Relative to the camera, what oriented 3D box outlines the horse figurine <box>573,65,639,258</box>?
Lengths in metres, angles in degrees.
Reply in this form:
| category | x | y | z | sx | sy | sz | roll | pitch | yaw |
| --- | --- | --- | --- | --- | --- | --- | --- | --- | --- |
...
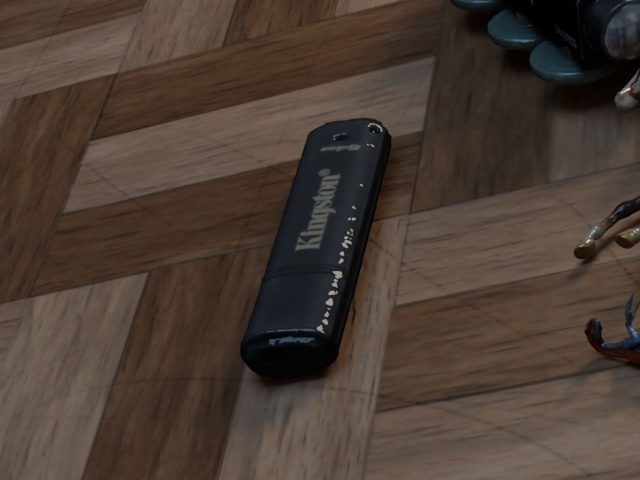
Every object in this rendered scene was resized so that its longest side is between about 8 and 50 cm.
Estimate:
| category | x | y | z | sx | sy | sz | roll | pitch | yaw |
| --- | --- | --- | --- | --- | --- | --- | --- | --- | --- |
| horse figurine | 0.290 | -0.043 | 1.342 | 0.263 | 0.066 | 0.174 | 13 | 54 | 45 |

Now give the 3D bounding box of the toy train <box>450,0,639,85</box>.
| category | x | y | z | sx | sy | sz | roll | pitch | yaw |
| --- | --- | --- | --- | --- | --- | --- | --- | --- | --- |
| toy train | 0.219 | -0.235 | 1.605 | 0.190 | 0.142 | 0.334 | -18 | 30 | -11 |

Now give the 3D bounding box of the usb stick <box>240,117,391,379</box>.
| category | x | y | z | sx | sy | sz | roll | pitch | yaw |
| --- | --- | --- | --- | --- | --- | --- | --- | --- | --- |
| usb stick | 0.000 | 0.000 | 1.489 | 0.077 | 0.045 | 0.278 | -11 | 35 | 22 |

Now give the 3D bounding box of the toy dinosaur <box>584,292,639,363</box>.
| category | x | y | z | sx | sy | sz | roll | pitch | yaw |
| --- | --- | --- | --- | --- | --- | --- | --- | --- | --- |
| toy dinosaur | 0.205 | 0.067 | 1.268 | 0.082 | 0.047 | 0.090 | -24 | 39 | 36 |
